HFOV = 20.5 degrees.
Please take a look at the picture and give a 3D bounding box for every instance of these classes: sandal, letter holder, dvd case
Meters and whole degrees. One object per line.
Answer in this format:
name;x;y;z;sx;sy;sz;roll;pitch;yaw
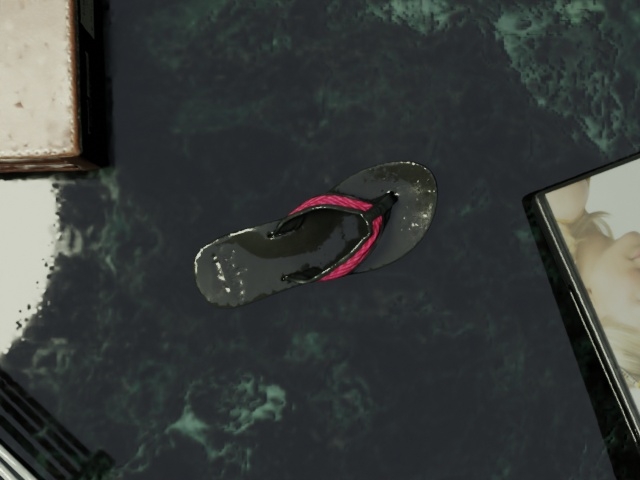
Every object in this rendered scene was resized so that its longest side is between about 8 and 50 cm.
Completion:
sandal;0.000;0.000;1.198;0.179;0.040;0.067;-23;90;-3
letter holder;-0.255;-0.196;1.134;0.214;0.152;0.301;-2;90;-1
dvd case;0.272;0.052;1.189;0.180;0.022;0.253;-21;77;-6

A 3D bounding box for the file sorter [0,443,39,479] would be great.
file sorter;-0.271;0.201;1.069;0.173;0.277;0.193;44;88;2
